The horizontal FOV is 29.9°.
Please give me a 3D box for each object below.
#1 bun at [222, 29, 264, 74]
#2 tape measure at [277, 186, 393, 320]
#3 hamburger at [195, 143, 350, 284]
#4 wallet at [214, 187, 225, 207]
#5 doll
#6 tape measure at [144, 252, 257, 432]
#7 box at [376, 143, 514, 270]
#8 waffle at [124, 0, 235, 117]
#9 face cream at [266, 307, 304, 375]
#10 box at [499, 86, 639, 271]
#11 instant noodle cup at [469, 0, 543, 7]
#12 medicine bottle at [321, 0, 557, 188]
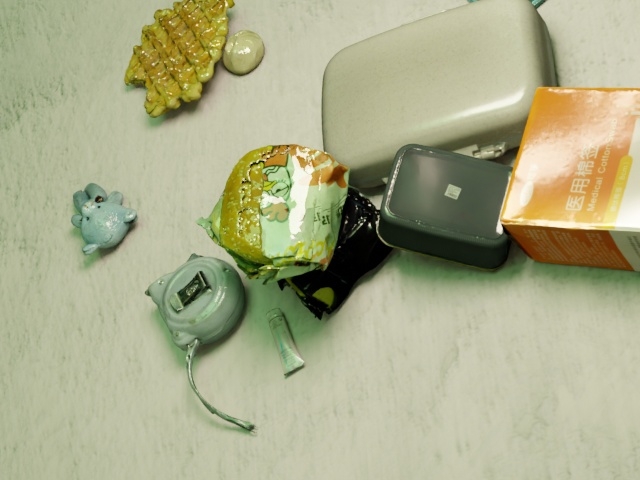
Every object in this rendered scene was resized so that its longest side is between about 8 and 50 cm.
[{"bbox_3d":[-0.145,-0.350,2.198,0.086,0.055,0.086,-17,55,25],"label":"bun"},{"bbox_3d":[0.000,0.000,1.873,0.199,0.112,0.186,-45,48,0],"label":"tape measure"},{"bbox_3d":[-0.081,-0.042,1.792,0.235,0.125,0.214,12,66,19],"label":"hamburger"},{"bbox_3d":[-0.099,-0.064,2.019,0.166,0.030,0.111,24,76,38],"label":"wallet"},{"bbox_3d":[-0.408,-0.056,2.174,0.120,0.075,0.180,-40,50,1],"label":"doll"},{"bbox_3d":[-0.164,0.151,1.900,0.164,0.084,0.330,-44,48,8],"label":"tape measure"},{"bbox_3d":[0.189,-0.052,1.749,0.200,0.090,0.145,16,70,8],"label":"box"},{"bbox_3d":[-0.273,-0.351,2.260,0.291,0.051,0.291,-23,51,32],"label":"waffle"},{"bbox_3d":[-0.058,0.156,1.873,0.038,0.020,0.115,-31,53,11],"label":"face cream"},{"bbox_3d":[0.437,-0.082,1.629,0.341,0.143,0.225,5,66,32],"label":"box"},{"bbox_3d":[0.316,-0.449,1.968,0.179,0.070,0.157,-41,48,6],"label":"instant noodle cup"},{"bbox_3d":[0.180,-0.234,1.888,0.375,0.123,0.282,-16,55,24],"label":"medicine bottle"}]
